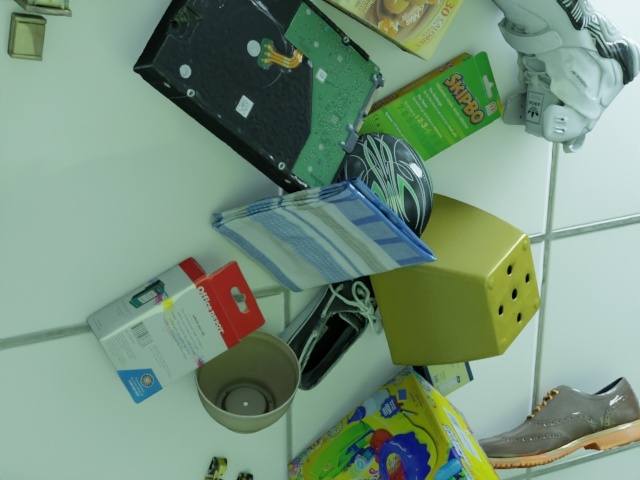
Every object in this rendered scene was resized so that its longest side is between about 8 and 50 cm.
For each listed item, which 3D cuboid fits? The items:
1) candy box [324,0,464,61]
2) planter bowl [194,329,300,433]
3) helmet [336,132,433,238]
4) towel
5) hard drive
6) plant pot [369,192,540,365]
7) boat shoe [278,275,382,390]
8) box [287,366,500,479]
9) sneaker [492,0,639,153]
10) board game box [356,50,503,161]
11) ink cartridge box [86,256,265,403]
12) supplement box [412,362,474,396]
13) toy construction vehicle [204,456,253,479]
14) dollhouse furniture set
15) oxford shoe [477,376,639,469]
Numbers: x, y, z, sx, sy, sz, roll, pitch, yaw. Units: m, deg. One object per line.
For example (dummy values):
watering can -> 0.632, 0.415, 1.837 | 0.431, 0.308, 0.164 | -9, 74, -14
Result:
candy box -> 0.155, -0.444, 1.650 | 0.183, 0.087, 0.316 | 26, 97, -33
planter bowl -> -0.115, 0.234, 1.771 | 0.162, 0.162, 0.109 | -17, 143, -20
helmet -> 0.091, -0.074, 1.703 | 0.169, 0.169, 0.161 | -26, 140, -15
towel -> 0.000, 0.000, 1.671 | 0.209, 0.285, 0.034 | 42, 51, -34
hard drive -> -0.074, -0.236, 1.595 | 0.339, 0.064, 0.237 | 36, 70, -33
plant pot -> 0.225, 0.073, 1.796 | 0.212, 0.187, 0.212 | -42, 129, -39
boat shoe -> 0.046, 0.105, 1.814 | 0.306, 0.105, 0.113 | -47, 123, -2
box -> 0.133, 0.417, 1.848 | 0.279, 0.290, 0.177 | -42, 124, 9
sneaker -> 0.346, -0.281, 1.783 | 0.366, 0.137, 0.210 | 26, 95, -36
board game box -> 0.165, -0.192, 1.792 | 0.259, 0.039, 0.124 | -29, 122, -10
ink cartridge box -> -0.214, 0.122, 1.707 | 0.231, 0.078, 0.134 | -31, 122, -12
supplement box -> 0.209, 0.218, 1.972 | 0.083, 0.056, 0.083 | -28, 121, -13
toy construction vehicle -> -0.153, 0.413, 1.884 | 0.086, 0.035, 0.098 | 17, 102, -31
dollhouse furniture set -> -0.305, -0.311, 1.467 | 0.161, 0.101, 0.182 | 2, 110, -27
oxford shoe -> 0.423, 0.343, 2.118 | 0.363, 0.130, 0.133 | -11, 82, -15
